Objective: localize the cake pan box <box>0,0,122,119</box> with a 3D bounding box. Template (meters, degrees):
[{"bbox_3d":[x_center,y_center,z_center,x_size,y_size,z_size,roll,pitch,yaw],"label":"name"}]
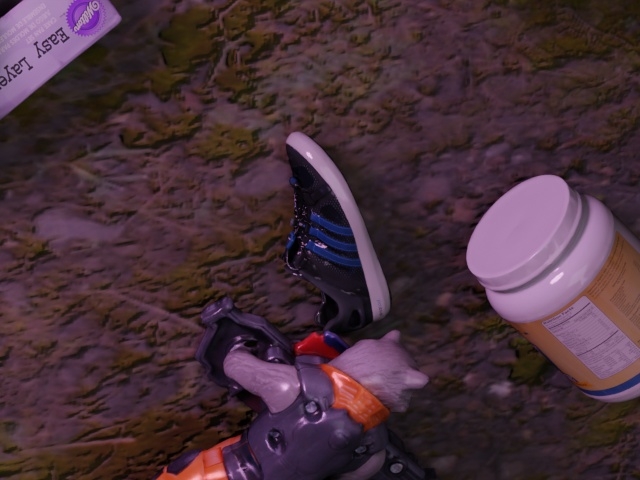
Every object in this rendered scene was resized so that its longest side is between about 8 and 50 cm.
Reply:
[{"bbox_3d":[-0.329,-0.201,1.493,0.267,0.070,0.246,-39,117,-7],"label":"cake pan box"}]

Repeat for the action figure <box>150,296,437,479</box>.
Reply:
[{"bbox_3d":[-0.007,0.231,1.689,0.341,0.178,0.330,34,101,-23],"label":"action figure"}]

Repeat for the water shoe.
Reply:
[{"bbox_3d":[0.000,0.000,1.676,0.080,0.073,0.203,-28,113,-9],"label":"water shoe"}]

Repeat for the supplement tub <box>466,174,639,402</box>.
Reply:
[{"bbox_3d":[0.248,0.046,1.746,0.200,0.144,0.144,42,88,-25],"label":"supplement tub"}]
